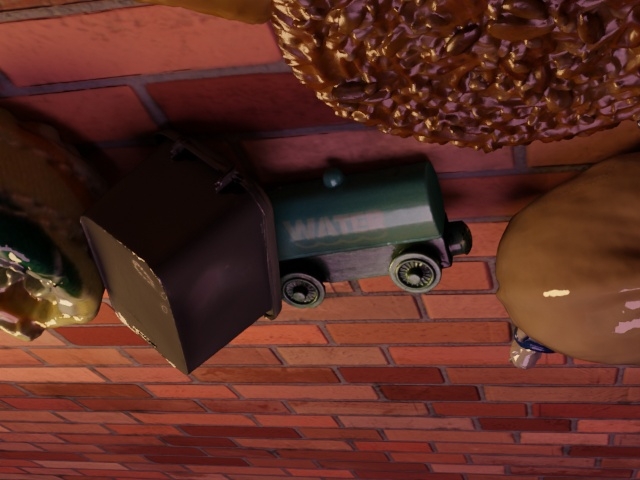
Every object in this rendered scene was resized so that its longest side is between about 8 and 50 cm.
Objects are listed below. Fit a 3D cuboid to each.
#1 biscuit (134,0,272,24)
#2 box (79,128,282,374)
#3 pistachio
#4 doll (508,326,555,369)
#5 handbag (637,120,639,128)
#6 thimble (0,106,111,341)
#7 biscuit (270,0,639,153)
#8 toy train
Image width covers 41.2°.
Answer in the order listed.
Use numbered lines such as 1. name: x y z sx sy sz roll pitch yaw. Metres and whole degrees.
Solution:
1. biscuit: -0.085 -0.192 0.541 0.274 0.091 0.213 11 -171 0
2. box: -0.144 0.022 0.889 0.163 0.135 0.243 35 151 23
3. pistachio: 0.301 0.019 0.844 0.226 0.207 0.332 -29 -173 -39
4. doll: 0.319 0.121 1.178 0.114 0.057 0.227 10 144 -22
5. handbag: 0.320 -0.159 0.569 0.260 0.113 0.162 -10 152 30
6. thimble: -0.356 -0.012 0.923 0.254 0.167 0.288 -2 151 16
7. biscuit: 0.122 -0.126 0.480 0.306 0.038 0.305 -1 158 -1
8. toy train: 0.034 -0.013 0.925 0.248 0.101 0.159 -8 127 18
